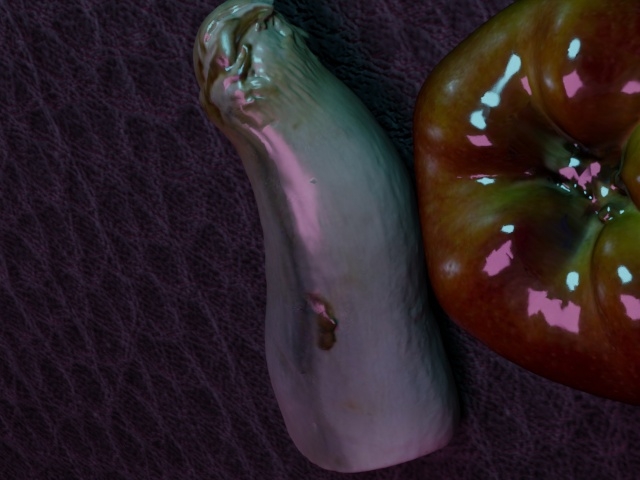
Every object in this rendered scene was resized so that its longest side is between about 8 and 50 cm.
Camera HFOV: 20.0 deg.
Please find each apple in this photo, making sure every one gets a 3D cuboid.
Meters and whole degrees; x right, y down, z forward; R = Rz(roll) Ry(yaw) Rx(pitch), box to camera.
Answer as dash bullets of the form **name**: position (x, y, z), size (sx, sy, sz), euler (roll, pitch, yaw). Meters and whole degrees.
- **apple**: position (0.199, -0.035, 1.074), size (0.288, 0.317, 0.288), euler (2, 95, 27)

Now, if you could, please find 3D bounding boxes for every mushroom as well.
- **mushroom**: position (0.000, -0.001, 1.384), size (0.177, 0.126, 0.397), euler (21, 133, 38)
